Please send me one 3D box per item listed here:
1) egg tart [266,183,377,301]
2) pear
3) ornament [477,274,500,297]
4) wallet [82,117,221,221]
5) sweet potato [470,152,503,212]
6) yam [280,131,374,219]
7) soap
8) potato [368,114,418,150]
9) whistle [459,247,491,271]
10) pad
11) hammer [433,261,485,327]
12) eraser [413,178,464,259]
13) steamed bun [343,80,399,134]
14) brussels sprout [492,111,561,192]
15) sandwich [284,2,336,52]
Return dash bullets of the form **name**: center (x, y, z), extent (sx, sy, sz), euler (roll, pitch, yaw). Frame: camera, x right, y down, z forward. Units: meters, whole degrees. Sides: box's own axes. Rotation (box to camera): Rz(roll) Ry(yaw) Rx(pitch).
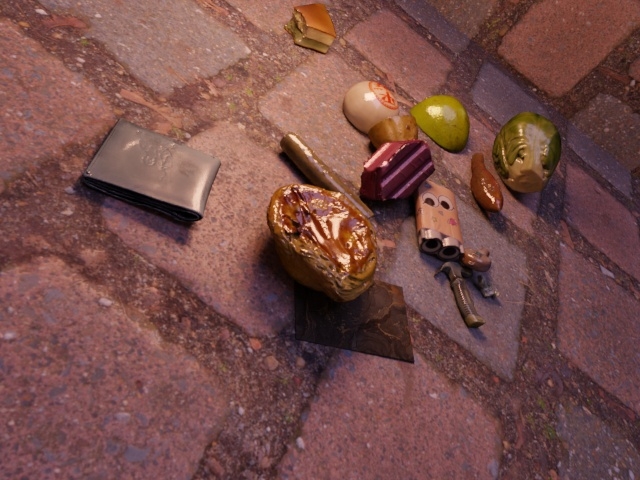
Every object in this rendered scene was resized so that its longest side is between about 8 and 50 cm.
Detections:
- **egg tart**: center (0.000, 0.000, 1.332), extent (0.351, 0.153, 0.339), euler (39, 40, 1)
- **pear**: center (0.562, -0.506, 2.179), extent (0.288, 0.139, 0.239), euler (1, 64, -33)
- **ornament**: center (0.565, 0.160, 1.695), extent (0.092, 0.041, 0.068), euler (22, 51, -33)
- **wallet**: center (-0.411, -0.179, 1.267), extent (0.290, 0.054, 0.251), euler (21, 42, -14)
- **sweet potato**: center (0.668, -0.246, 2.060), extent (0.109, 0.109, 0.385), euler (21, 40, -21)
- **yam**: center (0.016, -0.190, 1.560), extent (0.371, 0.083, 0.083), euler (47, 43, 7)
- **soap**: center (0.251, -0.230, 1.675), extent (0.289, 0.112, 0.182), euler (-45, 124, -23)
- **potato**: center (0.284, -0.353, 1.833), extent (0.203, 0.178, 0.158), euler (-6, 75, -67)
- **whistle**: center (0.543, 0.058, 1.716), extent (0.107, 0.057, 0.220), euler (30, 21, 24)
- **pad**: center (0.093, 0.189, 1.357), extent (0.367, 0.007, 0.248), euler (17, 48, -24)
- **hammer**: center (0.455, 0.170, 1.605), extent (0.158, 0.041, 0.226), euler (8, 52, -30)
- **eraser**: center (0.402, -0.077, 1.735), extent (0.171, 0.087, 0.290), euler (19, 47, -16)
- **steamed bun**: center (0.207, -0.519, 1.916), extent (0.232, 0.145, 0.232), euler (19, 47, -22)
- **brussels sprout**: center (0.913, -0.378, 2.206), extent (0.281, 0.289, 0.355), euler (16, 59, -6)
- **sandwich**: center (-0.052, -0.905, 2.073), extent (0.186, 0.108, 0.220), euler (6, 55, -33)
